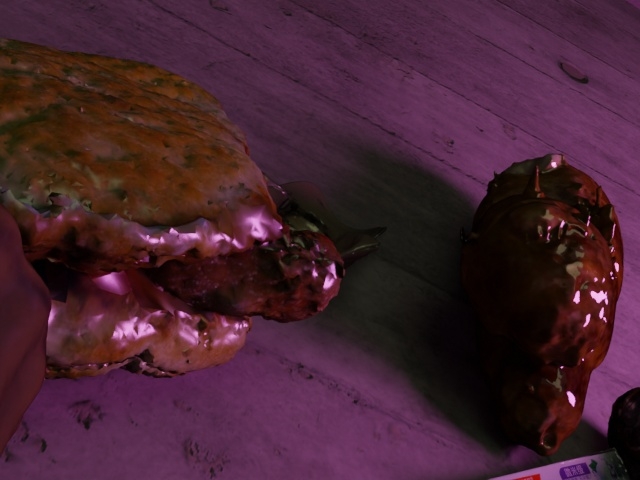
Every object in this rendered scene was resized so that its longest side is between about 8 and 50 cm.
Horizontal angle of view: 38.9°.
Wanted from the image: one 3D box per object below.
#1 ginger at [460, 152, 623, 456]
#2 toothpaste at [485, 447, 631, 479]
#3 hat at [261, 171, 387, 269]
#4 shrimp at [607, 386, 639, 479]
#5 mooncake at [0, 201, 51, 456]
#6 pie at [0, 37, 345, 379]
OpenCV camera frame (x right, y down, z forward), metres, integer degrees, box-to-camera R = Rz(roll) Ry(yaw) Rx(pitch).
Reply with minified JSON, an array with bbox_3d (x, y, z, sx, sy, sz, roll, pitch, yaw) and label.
[{"bbox_3d":[0.245,0.008,0.998,0.176,0.254,0.418,3,34,15],"label":"ginger"},{"bbox_3d":[0.219,0.237,0.874,0.196,0.047,0.040,0,62,-37],"label":"toothpaste"},{"bbox_3d":[0.000,0.000,0.973,0.147,0.085,0.175,32,12,17],"label":"hat"},{"bbox_3d":[0.420,0.290,0.873,0.172,0.137,0.372,-12,52,-24],"label":"shrimp"},{"bbox_3d":[-0.302,0.053,0.495,0.290,0.290,0.161,28,32,-7],"label":"mooncake"},{"bbox_3d":[-0.221,-0.061,0.787,0.395,0.180,0.418,7,30,-39],"label":"pie"}]
